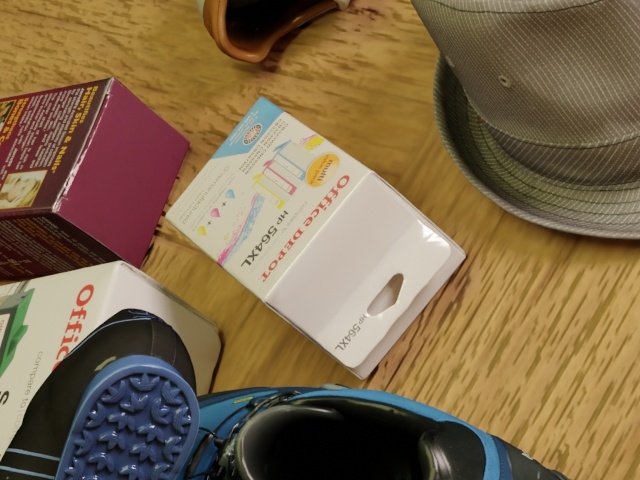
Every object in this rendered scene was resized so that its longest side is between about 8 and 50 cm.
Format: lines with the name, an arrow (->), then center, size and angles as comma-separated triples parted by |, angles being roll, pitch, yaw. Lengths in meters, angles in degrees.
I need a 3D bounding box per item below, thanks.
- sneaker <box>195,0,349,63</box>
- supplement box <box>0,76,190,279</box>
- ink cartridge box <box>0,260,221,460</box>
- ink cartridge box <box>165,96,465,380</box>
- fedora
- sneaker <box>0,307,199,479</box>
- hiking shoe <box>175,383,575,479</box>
sneaker -> 0.032, -0.218, 1.115 | 0.290, 0.106, 0.123 | -43, 40, 28
supplement box -> -0.191, -0.037, 1.196 | 0.188, 0.081, 0.104 | -4, 57, 44
ink cartridge box -> -0.182, 0.112, 1.055 | 0.219, 0.092, 0.160 | -13, 52, 39
ink cartridge box -> 0.000, 0.000, 0.967 | 0.092, 0.090, 0.143 | -52, 37, -1
fedora -> 0.144, -0.134, 0.905 | 0.243, 0.124, 0.275 | -51, 37, 0
sneaker -> -0.130, 0.139, 0.874 | 0.232, 0.081, 0.090 | -56, 18, 13
hiking shoe -> -0.005, 0.106, 0.850 | 0.304, 0.132, 0.113 | 2, 61, 46
